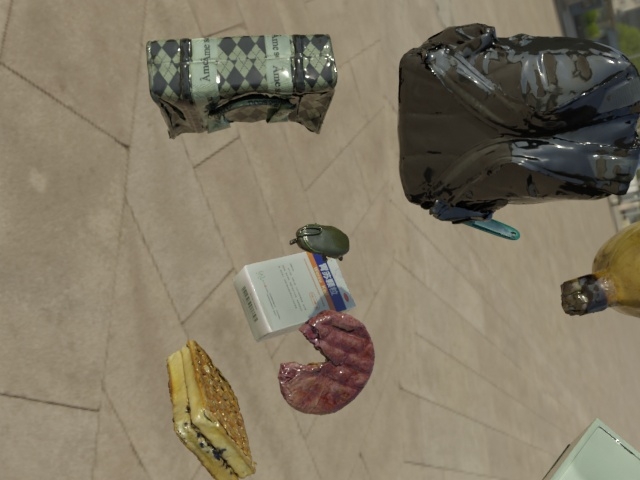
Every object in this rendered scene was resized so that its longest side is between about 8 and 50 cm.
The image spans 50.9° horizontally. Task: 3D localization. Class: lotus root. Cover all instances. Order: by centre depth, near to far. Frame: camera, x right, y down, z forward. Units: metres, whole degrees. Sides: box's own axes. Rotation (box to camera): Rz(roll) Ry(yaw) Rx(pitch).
[{"bbox_3d":[0.535,0.048,1.096,0.183,0.309,0.183,160,-90,-77],"label":"lotus root"}]

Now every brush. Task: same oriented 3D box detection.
[{"bbox_3d":[0.360,-0.048,1.520,0.032,0.193,0.043,94,19,-58],"label":"brush"}]

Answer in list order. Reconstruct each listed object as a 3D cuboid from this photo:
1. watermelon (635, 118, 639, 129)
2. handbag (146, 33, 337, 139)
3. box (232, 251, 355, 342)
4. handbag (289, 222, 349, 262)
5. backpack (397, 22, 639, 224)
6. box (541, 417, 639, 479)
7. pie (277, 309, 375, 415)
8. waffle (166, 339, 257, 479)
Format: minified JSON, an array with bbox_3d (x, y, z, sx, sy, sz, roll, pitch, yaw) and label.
[{"bbox_3d":[0.666,-0.315,1.221,0.223,0.180,0.305,-15,134,-30],"label":"watermelon"},{"bbox_3d":[-0.179,-0.346,1.600,0.317,0.415,0.180,100,-15,-74],"label":"handbag"},{"bbox_3d":[-0.073,0.149,1.910,0.299,0.106,0.200,-13,71,-33],"label":"box"},{"bbox_3d":[0.000,0.000,1.184,0.111,0.047,0.072,9,61,-32],"label":"handbag"},{"bbox_3d":[0.349,-0.212,1.216,0.254,0.445,0.364,-31,118,-57],"label":"backpack"},{"bbox_3d":[0.468,0.459,1.099,0.225,0.225,0.118,-32,153,-35],"label":"box"},{"bbox_3d":[0.013,0.250,1.358,0.204,0.054,0.219,42,83,-29],"label":"pie"},{"bbox_3d":[-0.250,0.378,1.500,0.213,0.091,0.308,60,-3,-27],"label":"waffle"}]
